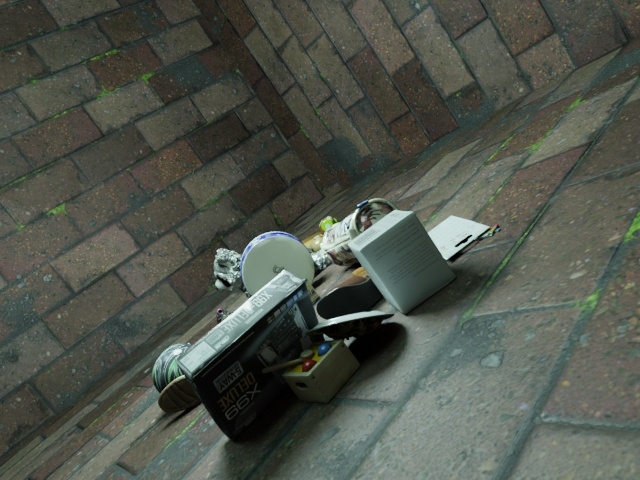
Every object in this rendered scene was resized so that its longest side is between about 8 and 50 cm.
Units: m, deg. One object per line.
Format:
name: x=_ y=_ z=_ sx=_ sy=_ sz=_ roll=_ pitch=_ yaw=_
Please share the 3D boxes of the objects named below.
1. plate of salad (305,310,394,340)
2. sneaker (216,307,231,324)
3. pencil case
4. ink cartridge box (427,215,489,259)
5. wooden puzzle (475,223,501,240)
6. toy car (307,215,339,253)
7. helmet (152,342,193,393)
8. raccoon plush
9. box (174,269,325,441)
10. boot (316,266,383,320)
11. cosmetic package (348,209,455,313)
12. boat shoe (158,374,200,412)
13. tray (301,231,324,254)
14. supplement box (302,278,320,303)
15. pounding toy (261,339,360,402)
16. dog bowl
plate of salad: x=0.066 y=0.193 z=1.116 sx=0.200 sy=0.048 sz=0.200 roll=-10 pitch=-14 yaw=-3
sneaker: x=-0.424 y=0.329 z=2.228 sx=0.072 sy=0.077 sz=0.178 roll=-38 pitch=9 yaw=-25
pencil case: x=0.120 y=-0.015 z=1.644 sx=0.183 sy=0.160 sz=0.410 roll=-6 pitch=-8 yaw=-15
ink cartridge box: x=0.348 y=0.001 z=1.348 sx=0.145 sy=0.045 sz=0.179 roll=-36 pitch=22 yaw=-8
wooden puzzle: x=0.414 y=-0.020 z=1.275 sx=0.083 sy=0.006 sz=0.049 roll=-24 pitch=14 yaw=49
toy car: x=0.000 y=0.000 z=2.144 sx=0.188 sy=0.149 sz=0.155 roll=-28 pitch=0 yaw=11
helmet: x=-0.448 y=0.415 z=1.619 sx=0.169 sy=0.161 sz=0.169 roll=-34 pitch=9 yaw=6
raccoon plush: x=-0.211 y=0.084 z=2.033 sx=0.446 sy=0.299 sz=0.216 roll=-38 pitch=9 yaw=-20
box: x=-0.135 y=0.251 z=1.121 sx=0.307 sy=0.242 sz=0.076 roll=-39 pitch=43 yaw=-27
boot: x=0.106 y=0.110 z=1.431 sx=0.264 sy=0.096 sz=0.280 roll=-34 pitch=9 yaw=4
cosmetic package: x=0.185 y=0.045 z=1.200 sx=0.151 sy=0.183 sz=0.151 roll=-36 pitch=9 yaw=-3
boat shoe: x=-0.357 y=0.425 z=1.527 sx=0.257 sy=0.095 sz=0.095 roll=-29 pitch=-5 yaw=-4
tray: x=-0.121 y=0.072 z=2.293 sx=0.411 sy=0.076 sz=0.203 roll=-29 pitch=6 yaw=-23
supplement box: x=-0.060 y=0.178 z=1.696 sx=0.056 sy=0.083 sz=0.083 roll=-41 pitch=12 yaw=-29
pounding toy: x=-0.022 y=0.267 z=1.067 sx=0.130 sy=0.100 sz=0.141 roll=-40 pitch=11 yaw=-34
dog bowl: x=-0.156 y=0.103 z=1.851 sx=0.265 sy=0.265 sz=0.104 roll=-36 pitch=12 yaw=-4
